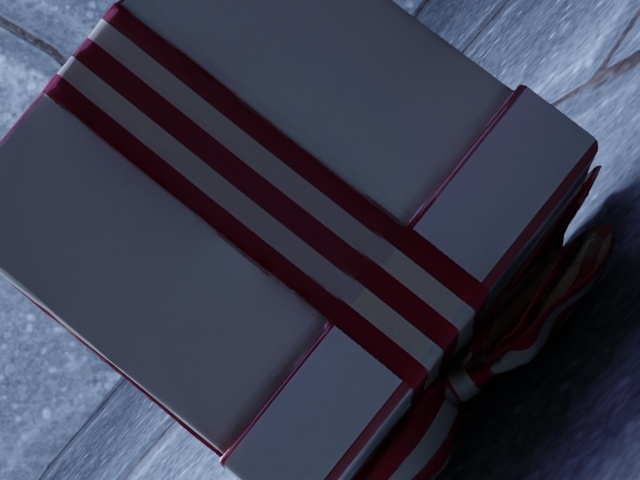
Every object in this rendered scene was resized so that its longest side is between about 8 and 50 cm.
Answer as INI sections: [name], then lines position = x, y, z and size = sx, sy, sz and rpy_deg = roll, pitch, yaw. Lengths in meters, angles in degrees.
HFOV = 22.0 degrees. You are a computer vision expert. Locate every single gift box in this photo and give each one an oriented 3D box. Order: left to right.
[gift box]
position = 0.000, 0.000, 0.874
size = 0.255, 0.258, 0.276
rpy_deg = -52, -10, -1
